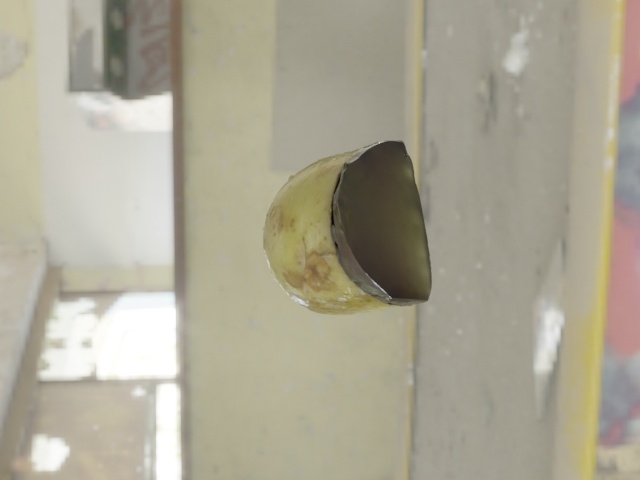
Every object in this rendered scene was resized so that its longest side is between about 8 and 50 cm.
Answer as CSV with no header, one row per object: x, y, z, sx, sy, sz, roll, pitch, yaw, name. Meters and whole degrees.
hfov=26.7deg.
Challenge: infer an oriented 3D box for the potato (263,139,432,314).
0.000,0.000,0.734,0.103,0.066,0.096,-26,63,44,potato
